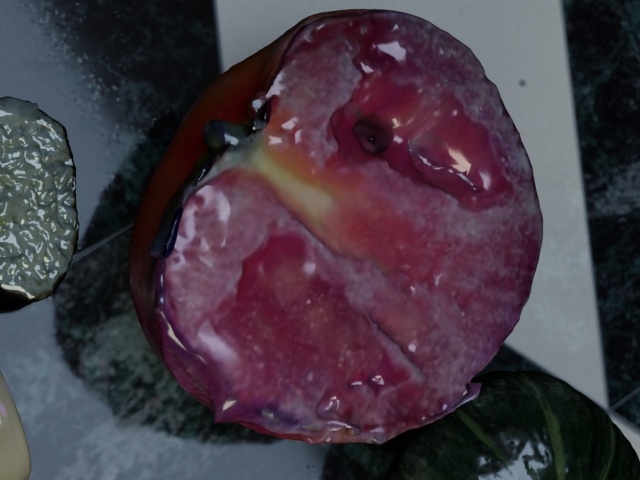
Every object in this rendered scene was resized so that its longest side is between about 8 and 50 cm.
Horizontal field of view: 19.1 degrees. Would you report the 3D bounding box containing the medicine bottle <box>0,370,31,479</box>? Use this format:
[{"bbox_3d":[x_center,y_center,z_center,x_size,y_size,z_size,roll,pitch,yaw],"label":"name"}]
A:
[{"bbox_3d":[-0.332,0.161,1.308,0.252,0.114,0.114,-21,91,-19],"label":"medicine bottle"}]

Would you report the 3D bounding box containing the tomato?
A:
[{"bbox_3d":[-0.004,0.004,1.404,0.290,0.176,0.335,40,69,-24],"label":"tomato"}]

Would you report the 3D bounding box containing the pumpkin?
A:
[{"bbox_3d":[0.146,0.202,1.443,0.212,0.152,0.211,-11,114,-25],"label":"pumpkin"}]

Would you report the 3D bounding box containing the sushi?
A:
[{"bbox_3d":[-0.223,-0.027,1.383,0.091,0.078,0.150,-8,86,-25],"label":"sushi"}]
